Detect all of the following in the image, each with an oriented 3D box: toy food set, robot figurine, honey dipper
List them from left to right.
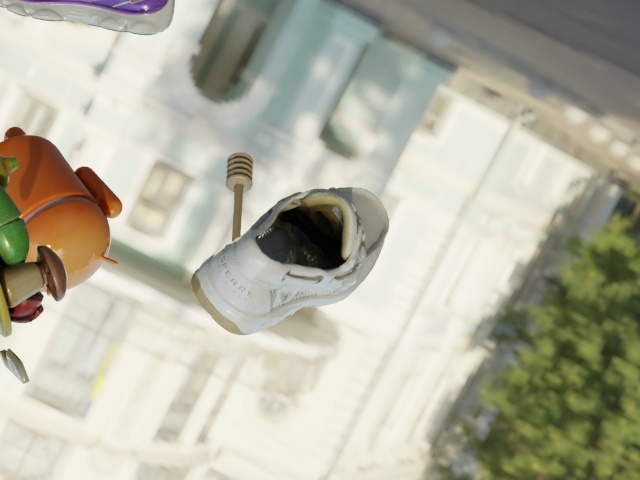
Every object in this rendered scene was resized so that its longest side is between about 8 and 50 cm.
[{"bbox_3d":[-0.269,0.009,1.409,0.071,0.218,0.128,-20,-177,-17],"label":"toy food set"},{"bbox_3d":[-0.320,-0.029,1.813,0.219,0.128,0.158,50,-161,30],"label":"robot figurine"},{"bbox_3d":[-0.088,-0.027,1.741,0.030,0.030,0.161,25,-136,-28],"label":"honey dipper"}]

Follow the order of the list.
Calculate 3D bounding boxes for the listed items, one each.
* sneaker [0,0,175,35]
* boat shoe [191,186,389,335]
[{"bbox_3d":[-0.197,-0.211,1.307,0.169,0.071,0.068,9,-169,8],"label":"sneaker"},{"bbox_3d":[0.000,0.000,1.410,0.098,0.096,0.277,48,-148,6],"label":"boat shoe"}]
